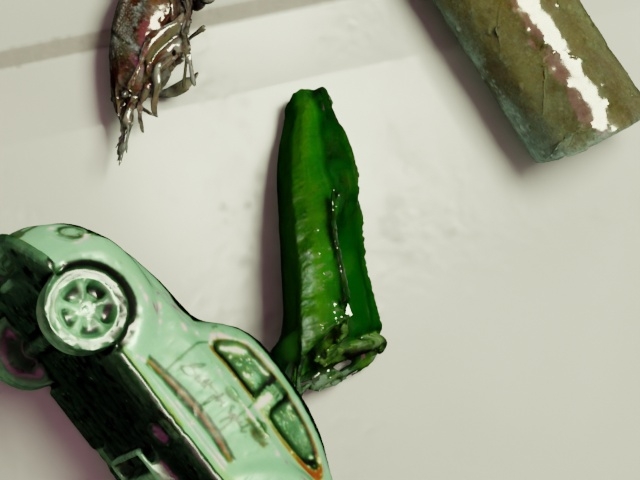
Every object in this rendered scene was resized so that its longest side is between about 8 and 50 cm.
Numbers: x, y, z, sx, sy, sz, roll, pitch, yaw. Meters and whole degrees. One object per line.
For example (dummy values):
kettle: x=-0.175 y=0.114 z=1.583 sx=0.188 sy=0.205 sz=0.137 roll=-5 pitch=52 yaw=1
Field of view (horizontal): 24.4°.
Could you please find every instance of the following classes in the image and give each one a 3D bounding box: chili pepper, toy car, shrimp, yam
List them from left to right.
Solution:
shrimp: x=-0.110 y=-0.126 z=0.987 sx=0.065 sy=0.056 sz=0.165 roll=14 pitch=83 yaw=-20
toy car: x=-0.090 y=0.107 z=0.928 sx=0.125 sy=0.136 sz=0.306 roll=-37 pitch=93 yaw=-31
chili pepper: x=0.003 y=0.000 z=0.999 sx=0.062 sy=0.108 sz=0.216 roll=-5 pitch=74 yaw=17
yam: x=0.129 y=-0.175 z=1.042 sx=0.093 sy=0.093 sz=0.259 roll=-33 pitch=93 yaw=-16
